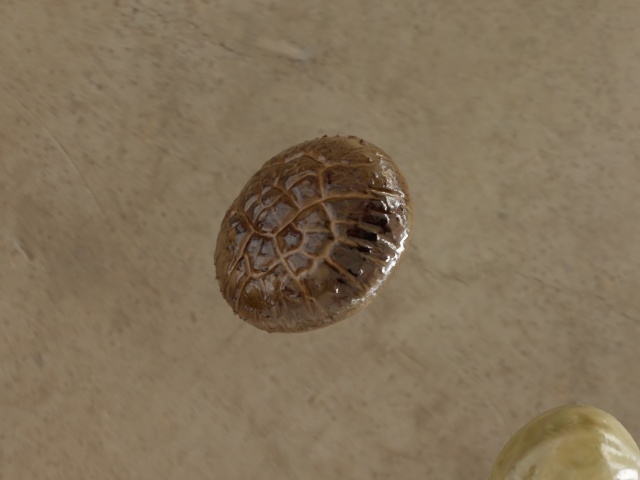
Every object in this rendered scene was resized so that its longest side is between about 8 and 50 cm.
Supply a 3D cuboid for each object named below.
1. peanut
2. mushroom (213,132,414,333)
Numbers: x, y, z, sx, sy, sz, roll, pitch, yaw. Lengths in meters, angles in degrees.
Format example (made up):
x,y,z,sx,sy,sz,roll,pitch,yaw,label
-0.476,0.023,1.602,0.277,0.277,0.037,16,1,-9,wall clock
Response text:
x,y,z,sx,sy,sz,roll,pitch,yaw,label
0.081,0.157,0.652,0.082,0.082,0.187,33,87,-23,peanut
-0.006,-0.004,0.908,0.085,0.109,0.126,33,69,-26,mushroom
